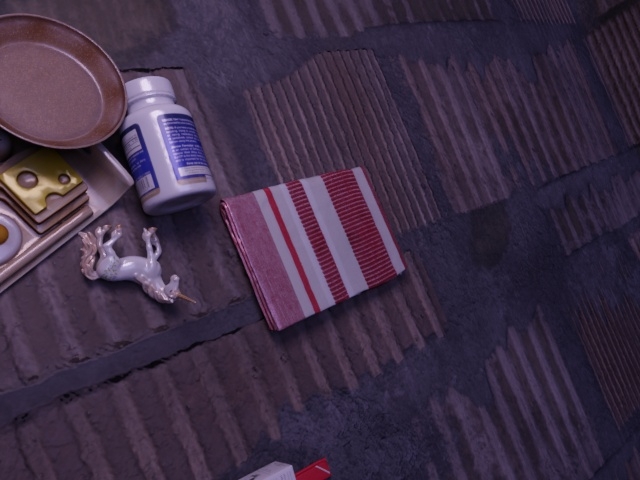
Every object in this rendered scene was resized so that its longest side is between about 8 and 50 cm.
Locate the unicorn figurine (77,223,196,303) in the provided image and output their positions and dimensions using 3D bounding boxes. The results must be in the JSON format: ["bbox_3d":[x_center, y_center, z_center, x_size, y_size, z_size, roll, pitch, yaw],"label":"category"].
[{"bbox_3d":[-0.262,0.035,0.762,0.162,0.060,0.111,3,80,-17],"label":"unicorn figurine"}]

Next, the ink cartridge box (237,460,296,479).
[{"bbox_3d":[-0.095,0.395,0.757,0.135,0.056,0.099,-14,85,-36],"label":"ink cartridge box"}]

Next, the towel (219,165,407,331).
[{"bbox_3d":[0.000,0.000,0.954,0.329,0.037,0.237,-19,85,-37],"label":"towel"}]

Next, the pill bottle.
[{"bbox_3d":[-0.236,-0.141,0.792,0.112,0.112,0.186,-16,85,-36],"label":"pill bottle"}]

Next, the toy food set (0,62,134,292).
[{"bbox_3d":[-0.421,-0.066,0.660,0.219,0.092,0.306,49,56,-11],"label":"toy food set"}]

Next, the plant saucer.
[{"bbox_3d":[-0.361,-0.204,0.700,0.199,0.036,0.198,18,59,-34],"label":"plant saucer"}]

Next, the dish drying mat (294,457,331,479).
[{"bbox_3d":[-0.021,0.379,0.841,0.083,0.008,0.032,-15,85,-36],"label":"dish drying mat"}]
